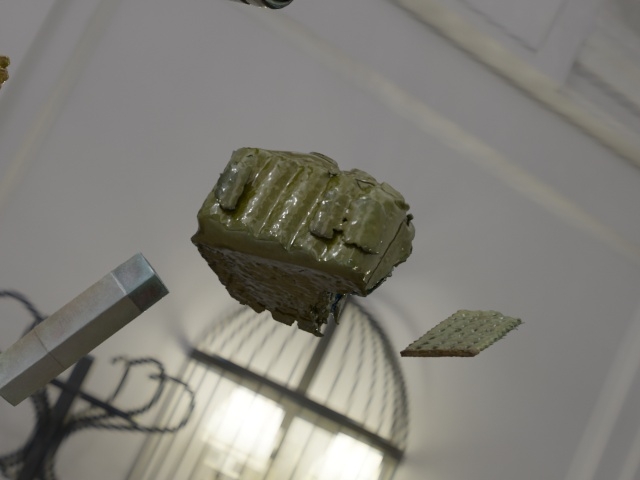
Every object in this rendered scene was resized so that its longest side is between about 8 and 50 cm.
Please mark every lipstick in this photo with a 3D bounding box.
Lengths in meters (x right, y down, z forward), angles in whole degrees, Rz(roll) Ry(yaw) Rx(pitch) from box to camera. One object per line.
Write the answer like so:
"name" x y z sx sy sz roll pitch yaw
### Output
"lipstick" -0.468 0.170 2.444 0.076 0.371 0.080 50 -5 36

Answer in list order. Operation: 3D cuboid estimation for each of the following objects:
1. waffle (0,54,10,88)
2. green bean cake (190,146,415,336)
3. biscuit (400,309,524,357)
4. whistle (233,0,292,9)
"waffle" -0.665 -0.303 2.109 0.293 0.069 0.260 24 29 -6
"green bean cake" 0.000 0.000 1.819 0.285 0.202 0.310 19 -23 18
"biscuit" 0.223 0.140 1.930 0.144 0.016 0.203 -3 13 36
"whistle" -0.100 -0.366 1.813 0.057 0.068 0.326 62 -9 -19
